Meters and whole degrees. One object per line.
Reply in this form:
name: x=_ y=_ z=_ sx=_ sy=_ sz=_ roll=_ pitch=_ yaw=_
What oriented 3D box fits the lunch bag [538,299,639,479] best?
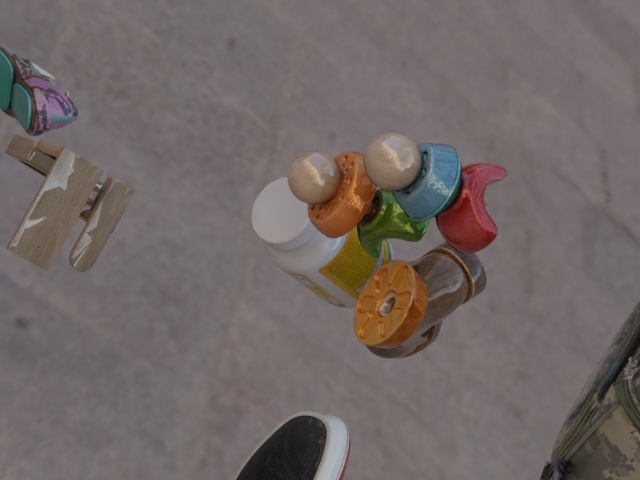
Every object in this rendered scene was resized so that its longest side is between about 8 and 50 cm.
lunch bag: x=0.363 y=0.172 z=1.509 sx=0.212 sy=0.256 sz=0.305 roll=49 pitch=37 yaw=-1

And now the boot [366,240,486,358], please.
boot: x=0.099 y=0.094 z=1.989 sx=0.115 sy=0.305 sz=0.112 roll=-33 pitch=82 yaw=-27

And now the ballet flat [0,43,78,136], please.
ballet flat: x=-0.360 y=-0.185 z=1.916 sx=0.079 sy=0.077 sz=0.221 roll=0 pitch=23 yaw=-31

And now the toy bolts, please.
toy bolts: x=0.064 y=-0.020 z=1.633 sx=0.158 sy=0.228 sz=0.218 roll=27 pitch=55 yaw=-29

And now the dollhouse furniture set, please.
dollhouse furniture set: x=-0.299 y=-0.031 z=1.700 sx=0.151 sy=0.123 sz=0.144 roll=20 pitch=-11 yaw=47

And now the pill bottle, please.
pill bottle: x=0.000 y=0.000 z=1.932 sx=0.208 sy=0.117 sz=0.117 roll=38 pitch=25 yaw=-54

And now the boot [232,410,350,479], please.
boot: x=-0.007 y=0.276 z=1.320 sx=0.088 sy=0.244 sz=0.176 roll=18 pitch=-9 yaw=47
